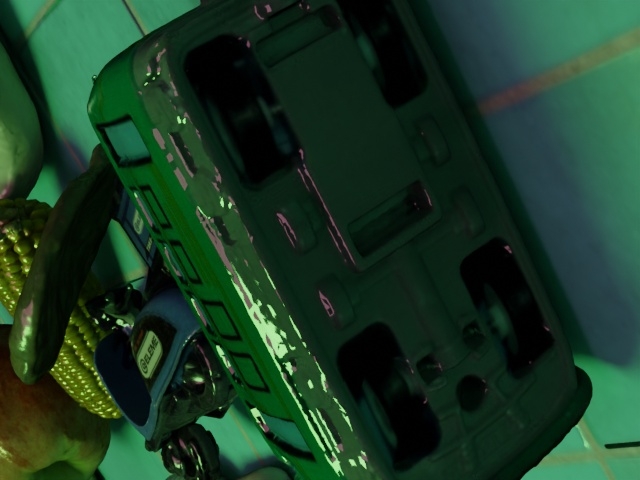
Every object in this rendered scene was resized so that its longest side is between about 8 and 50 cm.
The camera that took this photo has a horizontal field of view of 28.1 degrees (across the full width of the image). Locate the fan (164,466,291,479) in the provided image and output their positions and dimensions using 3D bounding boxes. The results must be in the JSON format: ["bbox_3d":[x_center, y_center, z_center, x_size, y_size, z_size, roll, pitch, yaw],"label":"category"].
[{"bbox_3d":[-0.105,0.289,1.318,0.074,0.130,0.244,20,148,-29],"label":"fan"}]

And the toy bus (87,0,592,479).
[{"bbox_3d":[0.000,0.000,0.816,0.199,0.183,0.344,-8,112,60],"label":"toy bus"}]

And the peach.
[{"bbox_3d":[-0.370,0.200,1.500,0.256,0.232,0.232,39,146,29],"label":"peach"}]

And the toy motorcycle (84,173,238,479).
[{"bbox_3d":[-0.125,0.080,1.142,0.213,0.125,0.358,55,148,20],"label":"toy motorcycle"}]

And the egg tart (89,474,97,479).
[{"bbox_3d":[-0.376,0.346,1.767,0.234,0.094,0.234,37,147,30],"label":"egg tart"}]

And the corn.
[{"bbox_3d":[-0.265,0.079,1.318,0.102,0.102,0.313,29,150,38],"label":"corn"}]

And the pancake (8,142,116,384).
[{"bbox_3d":[-0.223,0.017,1.119,0.042,0.236,0.222,19,132,-5],"label":"pancake"}]

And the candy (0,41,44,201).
[{"bbox_3d":[-0.481,-0.137,1.252,0.426,0.186,0.386,23,128,-14],"label":"candy"}]
